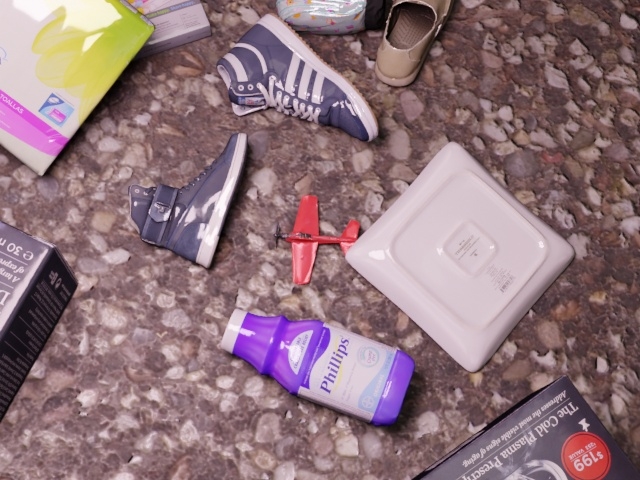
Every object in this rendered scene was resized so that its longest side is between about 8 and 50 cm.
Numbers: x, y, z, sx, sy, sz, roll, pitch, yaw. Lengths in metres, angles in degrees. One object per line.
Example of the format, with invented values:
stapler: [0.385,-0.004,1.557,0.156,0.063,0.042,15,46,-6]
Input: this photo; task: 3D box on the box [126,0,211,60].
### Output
box: [-0.284,-0.412,1.666,0.145,0.038,0.186,-20,73,-9]

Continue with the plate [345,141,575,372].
plate: [0.228,0.017,1.541,0.278,0.045,0.277,43,73,4]

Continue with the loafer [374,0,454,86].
loafer: [0.168,-0.388,1.656,0.101,0.092,0.269,18,72,3]

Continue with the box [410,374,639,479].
box: [0.283,0.417,1.357,0.343,0.179,0.313,-33,78,-12]

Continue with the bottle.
bottle: [-0.006,0.180,1.461,0.282,0.092,0.118,21,73,3]

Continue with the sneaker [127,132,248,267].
sneaker: [-0.211,-0.088,1.539,0.163,0.086,0.226,19,73,0]

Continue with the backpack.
backpack: [0.017,-0.403,1.631,0.181,0.152,0.115,4,76,4]

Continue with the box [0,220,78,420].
box: [-0.578,0.141,1.378,0.293,0.212,0.396,24,73,4]

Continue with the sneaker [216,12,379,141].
sneaker: [-0.046,-0.229,1.589,0.153,0.099,0.282,-41,76,-15]

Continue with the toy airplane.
toy airplane: [0.000,0.000,1.554,0.151,0.028,0.151,1,74,-3]

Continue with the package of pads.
package of pads: [-0.430,-0.286,1.503,0.229,0.101,0.296,38,95,-15]
